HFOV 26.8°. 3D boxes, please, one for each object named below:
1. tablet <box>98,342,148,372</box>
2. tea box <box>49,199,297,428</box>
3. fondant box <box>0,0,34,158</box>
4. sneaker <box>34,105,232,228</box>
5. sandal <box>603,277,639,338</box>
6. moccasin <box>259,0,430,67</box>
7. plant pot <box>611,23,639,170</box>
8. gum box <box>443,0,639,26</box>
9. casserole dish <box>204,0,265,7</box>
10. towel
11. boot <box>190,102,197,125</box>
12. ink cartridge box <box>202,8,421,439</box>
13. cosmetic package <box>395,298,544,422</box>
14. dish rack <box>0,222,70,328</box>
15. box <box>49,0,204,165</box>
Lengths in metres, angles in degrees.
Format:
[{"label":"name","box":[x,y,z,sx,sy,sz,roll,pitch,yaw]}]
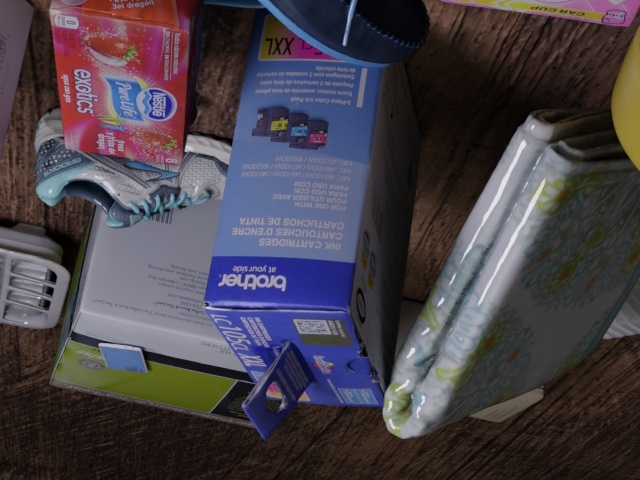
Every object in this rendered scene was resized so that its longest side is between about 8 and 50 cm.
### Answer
[{"label":"tablet","box":[-0.247,0.147,1.689,0.054,0.006,0.083,7,155,3]},{"label":"tea box","box":[-0.166,0.087,1.803,0.329,0.220,0.323,14,153,-14]},{"label":"fondant box","box":[-0.469,-0.134,1.384,0.330,0.238,0.096,-9,152,28]},{"label":"sneaker","box":[-0.206,-0.063,1.608,0.283,0.122,0.110,11,155,-9]},{"label":"sandal","box":[0.426,0.043,1.729,0.169,0.102,0.416,36,158,-22]},{"label":"moccasin","box":[-0.008,-0.258,1.134,0.116,0.138,0.342,-25,142,34]},{"label":"plant pot","box":[0.397,-0.172,1.125,0.254,0.254,0.239,7,139,-2]},{"label":"gum box","box":[0.196,-0.253,1.180,0.188,0.062,0.107,7,155,-2]},{"label":"casserole dish","box":[-0.111,-0.267,1.255,0.188,0.037,0.114,5,155,0]},{"label":"towel","box":[0.236,0.023,1.407,0.320,0.090,0.374,-10,132,-47]},{"label":"boot","box":[-0.210,-0.147,1.524,0.121,0.045,0.099,23,149,-17]},{"label":"ink cartridge box","box":[0.000,0.000,1.371,0.151,0.396,0.270,1,154,12]},{"label":"cosmetic package","box":[0.170,0.180,2.049,0.309,0.113,0.160,12,155,-14]},{"label":"dish rack","box":[-0.528,0.027,1.937,0.332,0.072,0.285,12,155,-11]},{"label":"box","box":[-0.174,-0.187,1.247,0.122,0.128,0.257,8,155,-4]}]
